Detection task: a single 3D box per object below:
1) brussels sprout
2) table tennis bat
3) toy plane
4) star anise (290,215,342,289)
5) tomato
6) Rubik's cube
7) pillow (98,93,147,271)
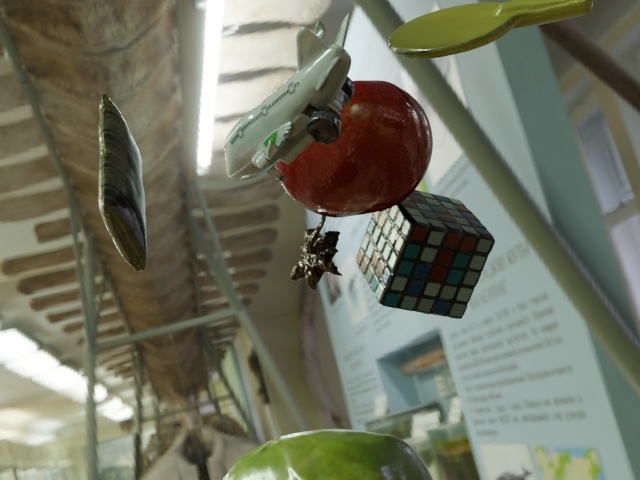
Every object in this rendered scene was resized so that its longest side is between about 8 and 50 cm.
[{"bbox_3d":[0.001,0.383,1.270,0.328,0.247,0.328,-7,-34,-5],"label":"brussels sprout"},{"bbox_3d":[0.303,-0.394,1.666,0.369,0.054,0.224,-11,29,12],"label":"table tennis bat"},{"bbox_3d":[-0.035,-0.144,1.095,0.101,0.251,0.255,31,-48,-13],"label":"toy plane"},{"bbox_3d":[0.000,0.000,1.766,0.097,0.190,0.070,-3,-27,44],"label":"star anise"},{"bbox_3d":[0.057,-0.157,1.644,0.299,0.226,0.298,-11,-2,0],"label":"tomato"},{"bbox_3d":[0.196,0.019,1.787,0.182,0.187,0.184,12,21,-20],"label":"Rubik's cube"},{"bbox_3d":[-0.234,-0.070,1.083,0.038,0.203,0.113,-16,-45,2],"label":"pillow"}]
